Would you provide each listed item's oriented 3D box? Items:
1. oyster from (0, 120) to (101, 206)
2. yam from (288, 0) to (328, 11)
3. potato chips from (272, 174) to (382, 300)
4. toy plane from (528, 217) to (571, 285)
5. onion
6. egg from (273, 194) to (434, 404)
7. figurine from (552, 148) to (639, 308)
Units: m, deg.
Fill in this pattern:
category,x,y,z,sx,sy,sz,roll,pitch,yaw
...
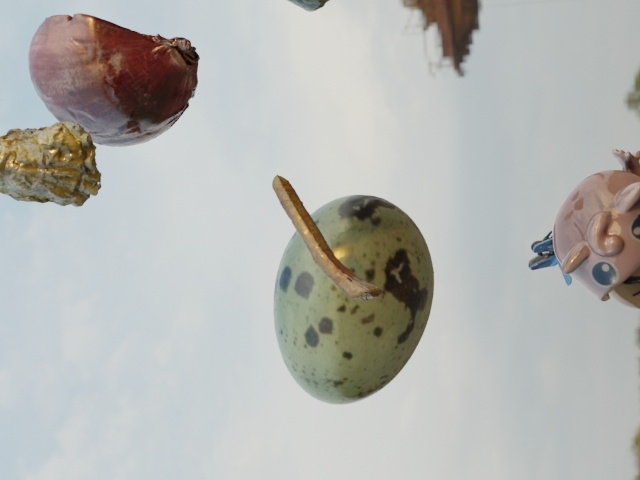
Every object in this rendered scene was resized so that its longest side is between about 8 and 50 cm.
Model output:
category,x,y,z,sx,sy,sz,roll,pitch,yaw
oyster,-0.312,-0.089,1.276,0.122,0.146,0.045,-53,-4,6
yam,-0.052,-0.431,1.757,0.194,0.107,0.107,29,-131,-14
potato chips,0.000,0.000,1.354,0.026,0.037,0.204,7,-142,-53
toy plane,0.400,-0.031,1.646,0.246,0.169,0.078,111,148,-42
onion,-0.285,-0.215,1.586,0.227,0.283,0.120,39,-125,-36
egg,0.055,0.106,2.051,0.287,0.287,0.379,1,-70,-69
figurine,0.392,-0.001,1.415,0.176,0.186,0.287,-55,-16,6
